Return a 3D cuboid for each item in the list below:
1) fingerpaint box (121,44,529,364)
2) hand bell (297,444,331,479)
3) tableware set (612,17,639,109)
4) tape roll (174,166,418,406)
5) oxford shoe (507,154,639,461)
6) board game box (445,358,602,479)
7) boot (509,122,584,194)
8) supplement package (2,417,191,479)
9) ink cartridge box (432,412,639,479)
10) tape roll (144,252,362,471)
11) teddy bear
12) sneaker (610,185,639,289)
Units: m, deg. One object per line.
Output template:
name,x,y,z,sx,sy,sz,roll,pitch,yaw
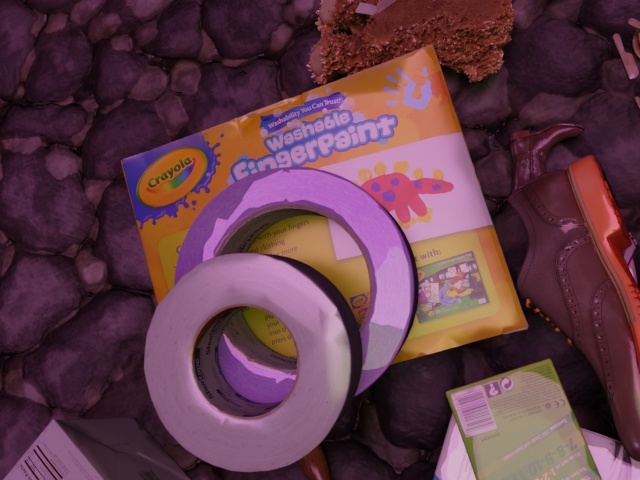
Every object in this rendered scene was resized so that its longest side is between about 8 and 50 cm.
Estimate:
fingerpaint box,0.000,0.000,0.850,0.445,0.163,0.370,-19,82,11
hand bell,0.016,0.353,0.820,0.126,0.126,0.242,-34,57,5
tableware set,0.504,-0.241,0.863,0.128,0.039,0.194,-16,71,11
tape roll,-0.026,0.055,0.722,0.275,0.090,0.274,-1,86,12
oxford shoe,0.314,0.082,0.724,0.133,0.130,0.363,-20,59,28
board game box,0.238,0.271,0.662,0.124,0.039,0.259,-21,66,10
boot,0.324,-0.105,0.878,0.107,0.037,0.114,-8,69,28
supplement package,-0.329,0.372,0.852,0.149,0.194,0.203,39,89,23
ink cartridge box,0.285,0.331,0.719,0.308,0.129,0.223,16,78,20
tape roll,-0.069,0.122,0.646,0.219,0.072,0.219,-1,87,12
teddy bear,0.134,-0.325,0.971,0.338,0.113,0.245,-12,66,21
sneaker,0.391,0.014,0.820,0.077,0.072,0.178,2,78,-1
